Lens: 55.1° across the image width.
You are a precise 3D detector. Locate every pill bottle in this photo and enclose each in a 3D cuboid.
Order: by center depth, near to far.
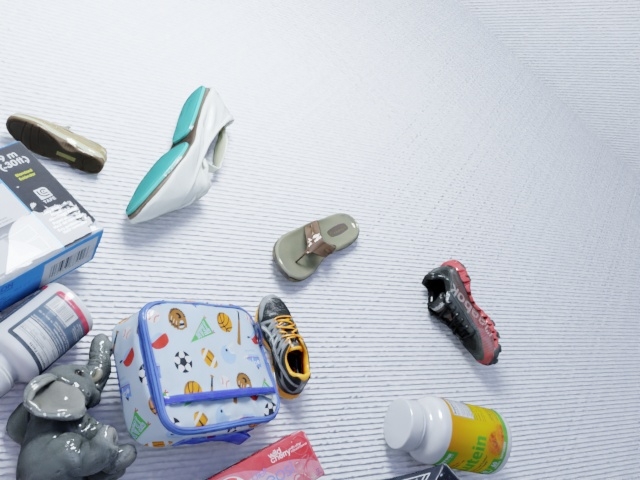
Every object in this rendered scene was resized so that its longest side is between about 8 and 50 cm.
[{"bbox_3d":[-0.466,0.160,0.977,0.108,0.108,0.180,44,49,-2],"label":"pill bottle"},{"bbox_3d":[0.260,0.400,1.274,0.245,0.136,0.136,18,54,-23],"label":"pill bottle"}]

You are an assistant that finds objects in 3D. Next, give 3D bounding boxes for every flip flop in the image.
[{"bbox_3d":[0.000,0.000,1.389,0.277,0.080,0.112,-28,80,-40],"label":"flip flop"}]

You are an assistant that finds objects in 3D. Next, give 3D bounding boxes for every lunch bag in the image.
[{"bbox_3d":[-0.198,0.229,1.050,0.303,0.115,0.243,14,50,-54],"label":"lunch bag"}]

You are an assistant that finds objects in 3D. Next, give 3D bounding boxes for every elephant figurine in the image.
[{"bbox_3d":[-0.400,0.268,0.947,0.169,0.186,0.239,-33,66,2],"label":"elephant figurine"}]

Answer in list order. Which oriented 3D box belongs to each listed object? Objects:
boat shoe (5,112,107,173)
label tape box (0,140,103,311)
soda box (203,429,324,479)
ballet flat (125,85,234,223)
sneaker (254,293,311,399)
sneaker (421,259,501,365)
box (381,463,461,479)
[{"bbox_3d":[-0.512,-0.198,1.203,0.190,0.068,0.072,30,38,-27],"label":"boat shoe"},{"bbox_3d":[-0.571,-0.055,1.014,0.333,0.106,0.240,45,44,5],"label":"label tape box"},{"bbox_3d":[-0.126,0.424,1.049,0.263,0.083,0.092,-17,73,-38],"label":"soda box"},{"bbox_3d":[-0.272,-0.168,1.301,0.139,0.139,0.400,28,50,-15],"label":"ballet flat"},{"bbox_3d":[-0.066,0.201,1.224,0.084,0.083,0.215,-6,65,-33],"label":"sneaker"},{"bbox_3d":[0.331,0.179,1.480,0.135,0.097,0.276,-8,65,-36],"label":"sneaker"},{"bbox_3d":[0.105,0.548,0.979,0.183,0.294,0.296,48,49,-2],"label":"box"}]
